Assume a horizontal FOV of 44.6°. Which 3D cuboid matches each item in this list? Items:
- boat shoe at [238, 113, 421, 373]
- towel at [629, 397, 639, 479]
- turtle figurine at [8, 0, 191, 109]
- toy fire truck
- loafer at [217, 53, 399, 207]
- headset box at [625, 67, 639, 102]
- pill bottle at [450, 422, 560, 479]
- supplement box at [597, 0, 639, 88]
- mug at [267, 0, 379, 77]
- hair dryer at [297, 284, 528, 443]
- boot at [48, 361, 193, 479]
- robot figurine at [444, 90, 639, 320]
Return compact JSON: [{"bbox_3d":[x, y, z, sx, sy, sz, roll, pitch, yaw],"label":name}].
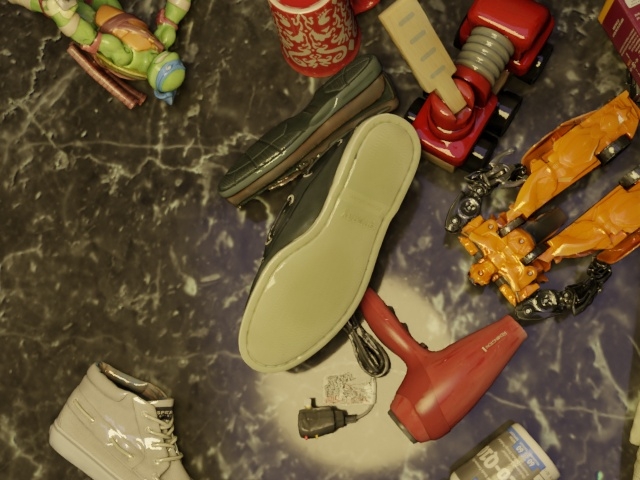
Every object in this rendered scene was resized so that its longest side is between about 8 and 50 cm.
[{"bbox_3d":[-0.003,-0.002,0.954,0.127,0.113,0.340,25,91,-23],"label":"boat shoe"},{"bbox_3d":[0.524,0.169,0.847,0.312,0.056,0.324,14,98,17],"label":"towel"},{"bbox_3d":[-0.271,-0.329,1.009,0.266,0.274,0.198,33,71,21],"label":"turtle figurine"},{"bbox_3d":[0.169,-0.217,0.912,0.158,0.246,0.217,31,86,11],"label":"toy fire truck"},{"bbox_3d":[-0.010,-0.124,1.004,0.267,0.096,0.084,-41,117,0],"label":"loafer"},{"bbox_3d":[0.428,-0.208,0.984,0.083,0.032,0.062,1,80,7],"label":"headset box"},{"bbox_3d":[0.201,0.284,0.907,0.137,0.078,0.078,-39,77,0],"label":"pill bottle"},{"bbox_3d":[0.429,-0.227,0.928,0.104,0.081,0.188,-25,77,2],"label":"supplement box"},{"bbox_3d":[-0.002,-0.307,0.992,0.113,0.169,0.150,32,86,13],"label":"mug"},{"bbox_3d":[0.102,0.131,0.947,0.294,0.080,0.223,-2,79,7],"label":"hair dryer"},{"bbox_3d":[-0.209,0.253,0.960,0.258,0.095,0.123,29,92,13],"label":"boot"},{"bbox_3d":[0.297,-0.035,0.946,0.291,0.085,0.211,-37,77,0],"label":"robot figurine"}]
